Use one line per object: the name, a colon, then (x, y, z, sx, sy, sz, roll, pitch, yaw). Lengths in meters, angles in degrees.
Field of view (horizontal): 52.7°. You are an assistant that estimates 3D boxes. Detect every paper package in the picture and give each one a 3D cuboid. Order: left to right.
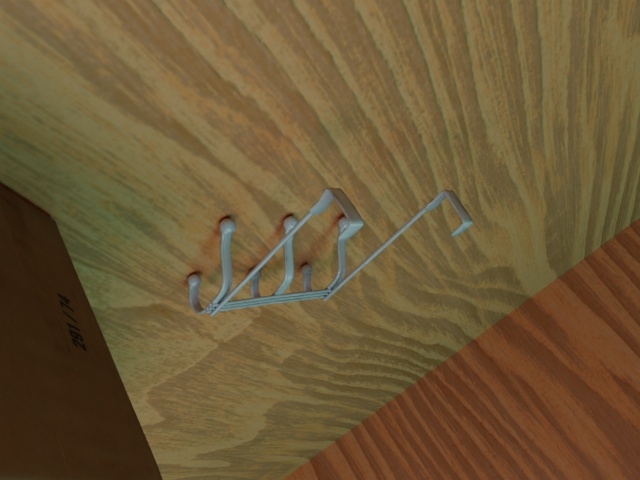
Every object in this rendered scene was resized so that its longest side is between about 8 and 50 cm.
paper package: (-0.294, 0.087, 0.459, 0.168, 0.325, 0.309, -35, 152, 0)

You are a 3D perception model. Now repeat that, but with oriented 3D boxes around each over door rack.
over door rack: (0.000, 0.000, 0.857, 0.239, 0.108, 0.324, -4, 160, -45)
